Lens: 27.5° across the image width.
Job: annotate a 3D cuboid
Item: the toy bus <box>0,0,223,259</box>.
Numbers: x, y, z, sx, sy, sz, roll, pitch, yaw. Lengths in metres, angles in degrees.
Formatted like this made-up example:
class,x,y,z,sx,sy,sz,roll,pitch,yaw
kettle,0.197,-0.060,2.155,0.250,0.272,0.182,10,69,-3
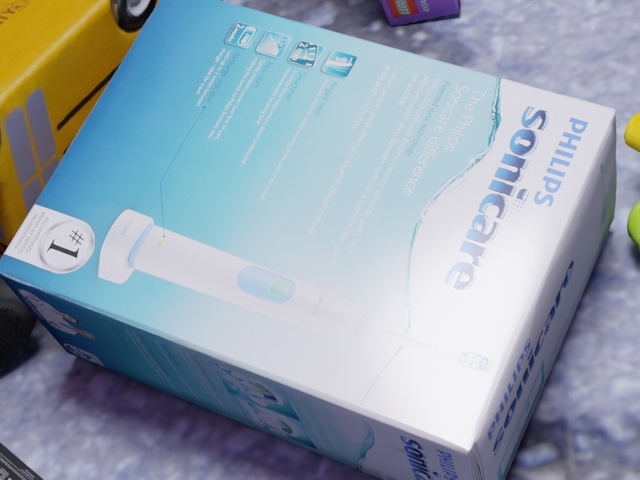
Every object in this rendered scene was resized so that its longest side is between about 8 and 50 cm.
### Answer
class,x,y,z,sx,sy,sz,roll,pitch,yaw
toy bus,-0.188,-0.101,0.837,0.108,0.130,0.332,16,46,20

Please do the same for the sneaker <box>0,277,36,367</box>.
class,x,y,z,sx,sy,sz,roll,pitch,yaw
sneaker,-0.337,0.028,0.853,0.314,0.116,0.136,-7,53,8

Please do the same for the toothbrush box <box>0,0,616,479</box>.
class,x,y,z,sx,sy,sz,roll,pitch,yaw
toothbrush box,0.000,0.000,0.772,0.296,0.126,0.216,17,67,21

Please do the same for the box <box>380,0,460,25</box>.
class,x,y,z,sx,sy,sz,roll,pitch,yaw
box,0.033,-0.315,0.877,0.057,0.293,0.200,-9,57,14

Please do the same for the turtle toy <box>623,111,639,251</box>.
class,x,y,z,sx,sy,sz,roll,pitch,yaw
turtle toy,0.233,-0.044,0.794,0.095,0.066,0.130,33,71,28

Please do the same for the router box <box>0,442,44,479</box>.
class,x,y,z,sx,sy,sz,roll,pitch,yaw
router box,-0.228,0.155,0.790,0.122,0.038,0.092,32,69,29
